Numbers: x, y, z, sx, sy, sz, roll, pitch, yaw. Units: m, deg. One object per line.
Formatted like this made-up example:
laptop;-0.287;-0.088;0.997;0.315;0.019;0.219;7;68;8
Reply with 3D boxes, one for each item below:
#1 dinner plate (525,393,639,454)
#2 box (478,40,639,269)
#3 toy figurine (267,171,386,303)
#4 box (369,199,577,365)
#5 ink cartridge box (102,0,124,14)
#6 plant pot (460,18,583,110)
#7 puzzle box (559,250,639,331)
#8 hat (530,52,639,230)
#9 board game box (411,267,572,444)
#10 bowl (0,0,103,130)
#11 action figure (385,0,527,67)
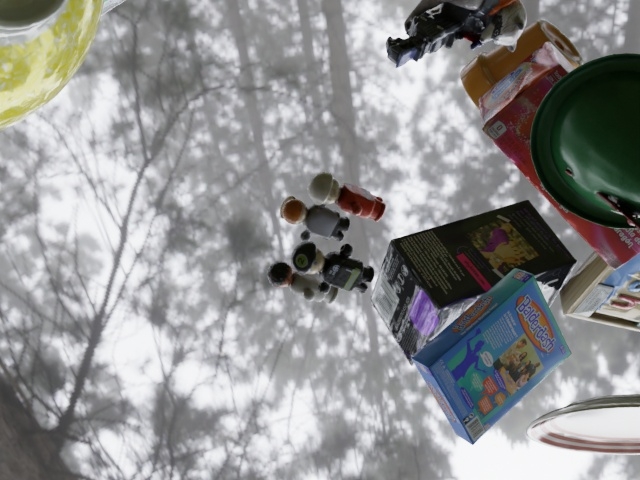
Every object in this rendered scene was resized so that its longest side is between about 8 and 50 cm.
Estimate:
dinner plate;0.208;0.122;0.651;0.141;0.141;0.017;1;-113;10
box;0.324;-0.107;1.216;0.123;0.257;0.128;-41;-166;21
toy figurine;0.000;0.000;1.746;0.148;0.209;0.213;19;-110;-22
box;0.238;0.064;1.553;0.270;0.165;0.143;-15;-125;-26
ink cartridge box;-0.311;-0.306;1.027;0.181;0.224;0.056;-39;-120;-18
plant pot;0.424;-0.342;2.005;0.205;0.188;0.205;30;-145;-24
puzzle box;0.570;0.010;1.437;0.272;0.409;0.052;12;-130;-13
hat;0.288;-0.050;0.860;0.209;0.173;0.183;28;-153;-2
board game box;0.250;0.166;1.412;0.210;0.160;0.047;-38;-153;-15
bowl;-0.280;-0.222;0.781;0.156;0.289;0.289;10;-135;47
action figure;0.192;-0.421;1.587;0.330;0.178;0.341;39;-137;4
